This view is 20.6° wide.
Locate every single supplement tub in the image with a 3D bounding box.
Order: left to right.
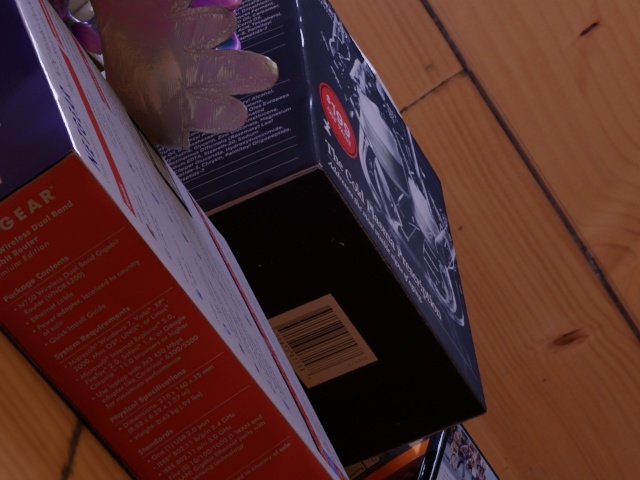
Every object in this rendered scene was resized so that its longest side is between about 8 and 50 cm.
[{"bbox_3d":[0.054,0.201,1.787,0.198,0.106,0.106,57,2,10],"label":"supplement tub"}]

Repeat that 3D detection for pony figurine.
[{"bbox_3d":[-0.149,-0.240,1.245,0.363,0.303,0.351,32,-12,-25],"label":"pony figurine"}]

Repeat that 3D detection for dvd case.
[{"bbox_3d":[0.140,0.307,1.707,0.180,0.022,0.253,55,31,-21],"label":"dvd case"}]

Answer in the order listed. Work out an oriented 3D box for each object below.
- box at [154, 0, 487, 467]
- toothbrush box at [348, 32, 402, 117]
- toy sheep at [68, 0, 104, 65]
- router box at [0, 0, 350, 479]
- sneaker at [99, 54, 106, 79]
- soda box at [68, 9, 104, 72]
[{"bbox_3d":[-0.016,-0.027,1.562,0.343,0.179,0.312,55,18,-41],"label":"box"},{"bbox_3d":[-0.071,-0.179,2.322,0.206,0.283,0.122,59,2,34],"label":"toothbrush box"},{"bbox_3d":[-0.226,-0.197,1.500,0.132,0.091,0.091,54,3,-28],"label":"toy sheep"},{"bbox_3d":[-0.121,-0.001,1.010,0.301,0.082,0.335,55,2,-34],"label":"router box"},{"bbox_3d":[-0.205,-0.260,1.584,0.108,0.169,0.292,-112,179,-58],"label":"sneaker"},{"bbox_3d":[-0.249,-0.200,1.422,0.181,0.061,0.058,57,3,12],"label":"soda box"}]
